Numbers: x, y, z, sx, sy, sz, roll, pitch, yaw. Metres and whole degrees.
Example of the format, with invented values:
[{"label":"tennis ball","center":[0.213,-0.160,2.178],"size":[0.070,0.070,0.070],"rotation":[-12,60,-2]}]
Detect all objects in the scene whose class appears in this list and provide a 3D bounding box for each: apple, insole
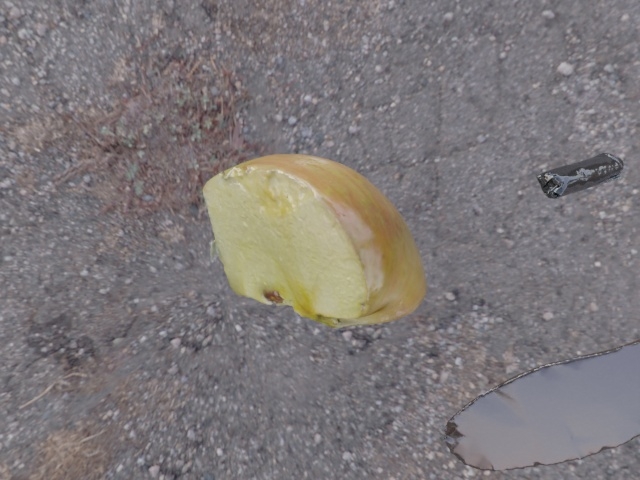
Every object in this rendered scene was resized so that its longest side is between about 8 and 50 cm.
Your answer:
[{"label":"apple","center":[0.000,0.000,0.975],"size":[0.314,0.309,0.252],"rotation":[30,71,-50]},{"label":"insole","center":[0.255,0.124,0.535],"size":[0.327,0.007,0.111],"rotation":[-31,110,22]}]

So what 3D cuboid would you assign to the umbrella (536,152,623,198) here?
[{"label":"umbrella","center":[0.301,-0.076,0.734],"size":[0.133,0.031,0.036],"rotation":[-15,94,-32]}]
